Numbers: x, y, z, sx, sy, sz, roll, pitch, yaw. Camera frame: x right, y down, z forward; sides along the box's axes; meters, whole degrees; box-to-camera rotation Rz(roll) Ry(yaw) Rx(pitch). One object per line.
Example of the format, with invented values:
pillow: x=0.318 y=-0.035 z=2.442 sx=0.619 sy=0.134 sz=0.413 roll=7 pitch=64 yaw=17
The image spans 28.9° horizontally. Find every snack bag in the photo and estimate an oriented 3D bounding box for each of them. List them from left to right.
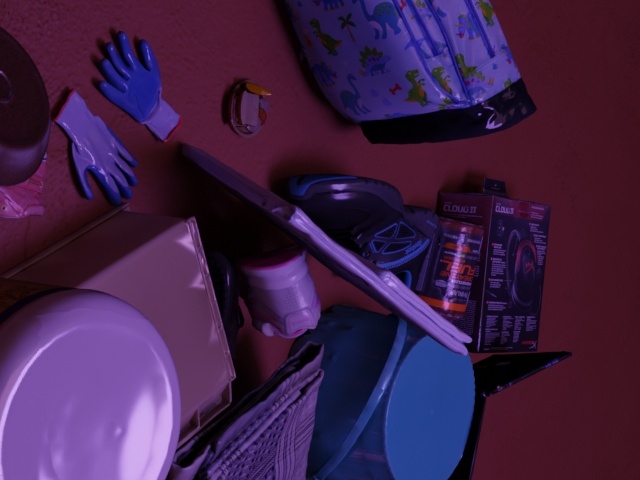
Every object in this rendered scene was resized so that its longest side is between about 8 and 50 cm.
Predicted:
snack bag: x=0.000 y=0.000 z=1.548 sx=0.342 sy=0.323 sz=0.037 roll=38 pitch=87 yaw=-35

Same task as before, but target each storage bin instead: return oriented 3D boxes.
storage bin: x=-0.241 y=0.131 z=1.422 sx=0.262 sy=0.123 sz=0.260 roll=-37 pitch=123 yaw=-45

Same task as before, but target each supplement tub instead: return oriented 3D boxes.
supplement tub: x=-0.321 y=0.149 z=1.142 sx=0.241 sy=0.331 sz=0.241 roll=-10 pitch=102 yaw=-53
supplement tub: x=0.193 y=0.059 z=1.991 sx=0.106 sy=0.106 sz=0.198 roll=8 pitch=96 yaw=-53

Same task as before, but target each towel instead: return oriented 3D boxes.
towel: x=-0.093 y=0.325 z=1.614 sx=0.312 sy=0.056 sz=0.324 roll=-37 pitch=144 yaw=-45

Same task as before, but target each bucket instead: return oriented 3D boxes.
bucket: x=0.089 y=0.237 z=1.820 sx=0.281 sy=0.183 sz=0.281 roll=-10 pitch=102 yaw=-52

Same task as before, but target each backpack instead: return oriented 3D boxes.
backpack: x=0.098 y=-0.307 z=1.697 sx=0.273 sy=0.290 sz=0.355 roll=-21 pitch=105 yaw=-35

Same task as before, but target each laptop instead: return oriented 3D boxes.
laptop: x=0.256 y=0.287 z=1.977 sx=0.264 sy=0.234 sz=0.136 roll=-22 pitch=93 yaw=-24

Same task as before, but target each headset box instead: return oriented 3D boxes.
headset box: x=0.292 y=0.042 z=2.123 sx=0.218 sy=0.110 sz=0.293 roll=4 pitch=91 yaw=-53

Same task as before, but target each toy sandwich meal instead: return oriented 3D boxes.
toy sandwich meal: x=-0.092 y=-0.176 z=1.652 sx=0.085 sy=0.029 sz=0.085 roll=-10 pitch=102 yaw=-52

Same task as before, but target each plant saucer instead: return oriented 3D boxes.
plant saucer: x=-0.338 y=-0.153 z=1.260 sx=0.198 sy=0.036 sz=0.198 roll=39 pitch=39 yaw=-42

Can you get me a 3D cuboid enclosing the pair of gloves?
pair of gloves: x=-0.238 y=-0.141 z=1.471 sx=0.198 sy=0.023 sz=0.159 roll=-61 pitch=137 yaw=-29

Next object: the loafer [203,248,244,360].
loafer: x=-0.137 y=0.091 z=1.561 sx=0.078 sy=0.080 sz=0.220 roll=-44 pitch=154 yaw=-47

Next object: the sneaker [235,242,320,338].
sneaker: x=-0.059 y=0.070 z=1.585 sx=0.252 sy=0.103 sz=0.111 roll=-161 pitch=-126 yaw=-84

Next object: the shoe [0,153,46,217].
shoe: x=-0.355 y=-0.062 z=1.291 sx=0.178 sy=0.063 sz=0.081 roll=-2 pitch=91 yaw=-57

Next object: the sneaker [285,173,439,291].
sneaker: x=0.067 y=-0.009 z=1.807 sx=0.341 sy=0.125 sz=0.140 roll=21 pitch=78 yaw=-52
